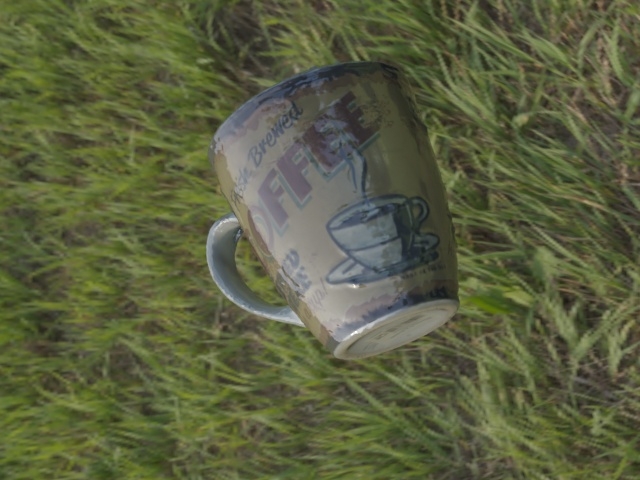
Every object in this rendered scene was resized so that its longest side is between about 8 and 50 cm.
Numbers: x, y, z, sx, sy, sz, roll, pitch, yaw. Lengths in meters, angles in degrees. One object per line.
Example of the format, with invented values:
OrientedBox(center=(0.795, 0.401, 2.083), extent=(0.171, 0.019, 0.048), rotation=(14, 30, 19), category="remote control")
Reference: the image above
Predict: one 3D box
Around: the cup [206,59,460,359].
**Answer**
OrientedBox(center=(0.000, 0.000, 1.074), extent=(0.301, 0.227, 0.257), rotation=(-33, 66, 32), category="cup")
